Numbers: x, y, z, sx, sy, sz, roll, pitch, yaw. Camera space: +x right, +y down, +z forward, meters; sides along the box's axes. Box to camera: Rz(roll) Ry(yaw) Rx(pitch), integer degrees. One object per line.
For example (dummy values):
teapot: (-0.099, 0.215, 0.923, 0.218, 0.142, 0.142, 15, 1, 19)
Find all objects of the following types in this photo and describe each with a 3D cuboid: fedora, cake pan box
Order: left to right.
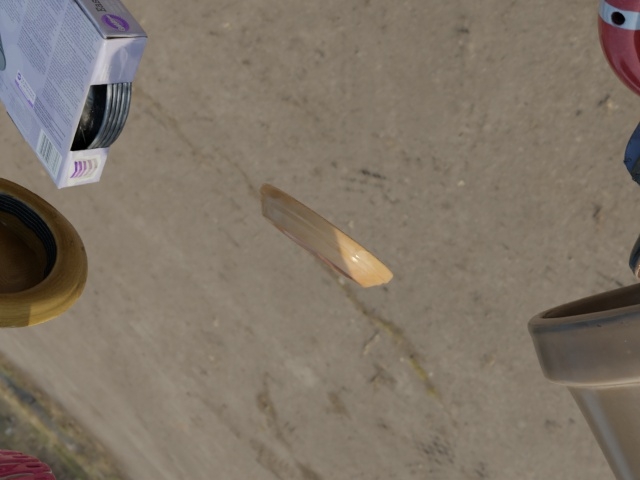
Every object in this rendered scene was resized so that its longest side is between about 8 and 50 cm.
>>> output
fedora: (-0.301, 0.021, 0.818, 0.194, 0.194, 0.079, 41, 120, 10)
cake pan box: (-0.334, -0.236, 1.177, 0.267, 0.070, 0.246, 51, 134, 26)

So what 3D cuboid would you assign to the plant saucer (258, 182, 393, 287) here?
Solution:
plant saucer: (0.000, 0.000, 1.156, 0.200, 0.037, 0.200, 36, 176, 3)

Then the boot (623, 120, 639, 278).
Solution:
boot: (0.415, -0.066, 1.143, 0.106, 0.219, 0.082, 34, -171, 40)

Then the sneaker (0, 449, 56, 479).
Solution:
sneaker: (-0.213, 0.212, 0.664, 0.170, 0.075, 0.063, 28, -169, 35)

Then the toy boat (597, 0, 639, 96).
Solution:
toy boat: (0.262, -0.100, 0.523, 0.231, 0.151, 0.151, 30, 142, 27)

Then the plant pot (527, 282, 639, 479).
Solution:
plant pot: (0.326, 0.144, 0.770, 0.263, 0.263, 0.229, -18, 85, 60)
